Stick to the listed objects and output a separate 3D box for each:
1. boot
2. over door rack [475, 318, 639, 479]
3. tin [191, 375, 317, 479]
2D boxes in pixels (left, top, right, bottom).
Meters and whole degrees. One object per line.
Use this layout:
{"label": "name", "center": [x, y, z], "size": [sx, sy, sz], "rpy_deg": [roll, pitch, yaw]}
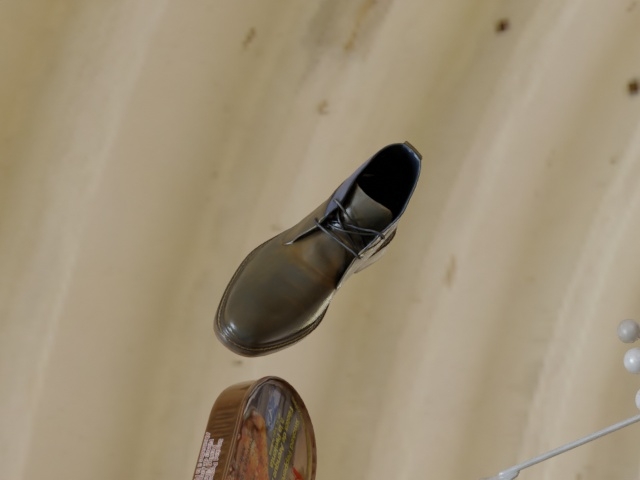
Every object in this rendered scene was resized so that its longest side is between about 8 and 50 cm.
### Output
{"label": "boot", "center": [0.000, 0.000, 1.297], "size": [0.082, 0.106, 0.219], "rpy_deg": [38, -135, 8]}
{"label": "over door rack", "center": [0.240, 0.155, 1.342], "size": [0.108, 0.324, 0.239], "rpy_deg": [54, -169, -4]}
{"label": "tin", "center": [-0.050, 0.186, 1.200], "size": [0.106, 0.040, 0.190], "rpy_deg": [48, -139, -37]}
